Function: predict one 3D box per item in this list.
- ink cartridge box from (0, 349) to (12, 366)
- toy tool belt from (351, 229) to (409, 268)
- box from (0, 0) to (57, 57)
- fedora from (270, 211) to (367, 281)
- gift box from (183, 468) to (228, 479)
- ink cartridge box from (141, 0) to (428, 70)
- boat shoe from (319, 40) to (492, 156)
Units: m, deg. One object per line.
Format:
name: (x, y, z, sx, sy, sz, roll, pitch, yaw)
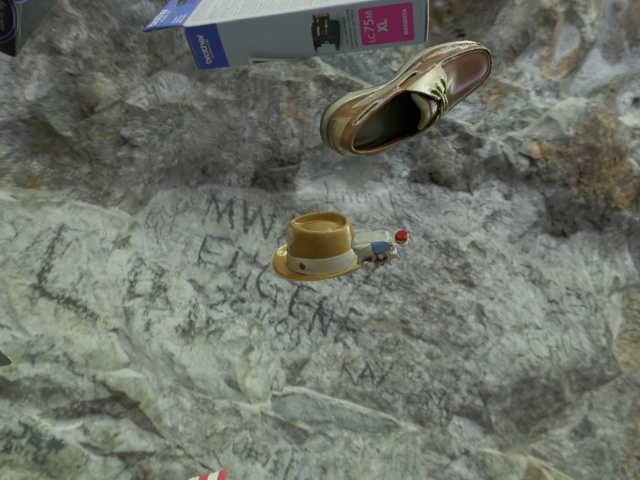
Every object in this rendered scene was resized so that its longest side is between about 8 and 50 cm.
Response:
ink cartridge box: (-0.662, 0.081, 0.752, 0.271, 0.130, 0.309, -5, -42, -2)
toy tool belt: (0.086, 0.013, 0.682, 0.083, 0.052, 0.051, -6, -51, 18)
box: (-0.260, -0.314, 0.388, 0.143, 0.165, 0.270, 21, -127, -18)
fedora: (0.000, 0.000, 0.841, 0.194, 0.194, 0.079, -16, -68, -11)
gift box: (-0.151, 0.437, 0.528, 0.276, 0.255, 0.258, -1, -59, -43)
ink cartridge box: (-0.032, -0.281, 0.584, 0.311, 0.186, 0.065, -1, -44, 11)
boat shoe: (0.160, -0.228, 0.831, 0.324, 0.120, 0.123, -31, -55, -6)
